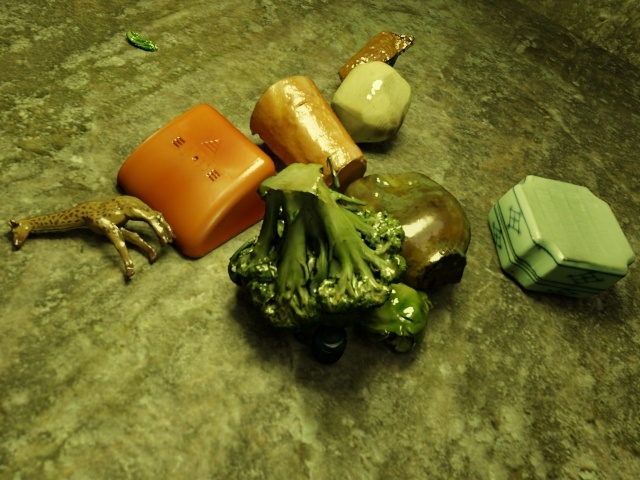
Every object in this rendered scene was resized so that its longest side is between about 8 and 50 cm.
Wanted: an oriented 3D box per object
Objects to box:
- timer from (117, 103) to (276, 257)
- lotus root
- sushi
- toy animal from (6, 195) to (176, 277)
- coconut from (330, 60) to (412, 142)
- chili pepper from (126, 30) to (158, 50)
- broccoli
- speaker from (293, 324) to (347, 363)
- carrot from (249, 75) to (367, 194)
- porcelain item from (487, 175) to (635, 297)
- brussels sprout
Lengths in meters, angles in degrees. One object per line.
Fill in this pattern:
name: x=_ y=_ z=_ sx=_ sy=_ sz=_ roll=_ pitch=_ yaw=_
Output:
timer: x=-0.253 y=-0.123 z=0.866 sx=0.257 sy=0.161 sz=0.250 roll=43 pitch=68 yaw=13
lotus root: x=0.198 y=-0.029 z=0.885 sx=0.267 sy=0.149 sz=0.260 roll=0 pitch=38 yaw=-15
sushi: x=0.160 y=-0.516 z=1.271 sx=0.140 sy=0.149 sz=0.287 roll=43 pitch=73 yaw=1
toy animal: x=-0.408 y=-0.025 z=0.756 sx=0.276 sy=0.054 sz=0.148 roll=17 pitch=77 yaw=-9
coconut: x=0.133 y=-0.354 z=1.116 sx=0.225 sy=0.224 sz=0.224 roll=10 pitch=52 yaw=-13
chili pepper: x=-0.495 y=-0.549 z=1.143 sx=0.091 sy=0.030 sz=0.034 roll=26 pitch=26 yaw=-2
broccoli: x=0.000 y=0.000 z=0.738 sx=0.322 sy=0.283 sz=0.303 roll=1 pitch=41 yaw=20
speaker: x=0.002 y=0.175 z=0.750 sx=0.095 sy=0.075 sz=0.060 roll=36 pitch=57 yaw=17
carrot: x=-0.021 y=-0.228 z=0.971 sx=0.196 sy=0.196 sz=0.254 roll=-25 pitch=68 yaw=-32
porcelain item: x=0.585 y=-0.009 z=1.038 sx=0.282 sy=0.157 sz=0.285 roll=8 pitch=54 yaw=-12
brussels sprout: x=0.150 y=0.135 z=0.824 sx=0.139 sy=0.100 sz=0.181 roll=22 pitch=54 yaw=17
